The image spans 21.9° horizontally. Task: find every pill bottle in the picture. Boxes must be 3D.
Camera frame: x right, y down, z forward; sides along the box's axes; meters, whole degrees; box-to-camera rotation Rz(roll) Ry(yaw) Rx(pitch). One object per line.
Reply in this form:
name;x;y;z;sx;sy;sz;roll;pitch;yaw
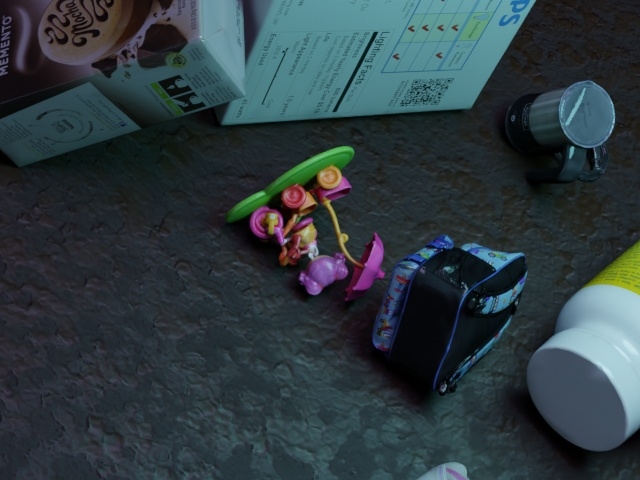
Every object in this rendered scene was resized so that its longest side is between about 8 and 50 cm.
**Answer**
pill bottle;0.399;0.103;1.958;0.334;0.188;0.188;-34;75;-35

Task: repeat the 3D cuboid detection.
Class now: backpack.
backpack;0.159;0.070;1.911;0.117;0.158;0.173;30;36;22

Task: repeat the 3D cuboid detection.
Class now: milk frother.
milk frother;0.335;-0.138;2.127;0.143;0.135;0.129;-10;93;-24

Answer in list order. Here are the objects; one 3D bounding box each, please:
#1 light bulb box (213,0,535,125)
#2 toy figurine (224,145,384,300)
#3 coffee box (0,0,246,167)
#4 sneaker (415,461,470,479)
light bulb box;0.055;-0.337;2.007;0.361;0.358;0.225;-6;59;-25
toy figurine;0.000;0.000;1.931;0.173;0.130;0.159;-27;79;-11
coffee box;-0.242;-0.215;1.858;0.297;0.119;0.168;-16;55;18
sneaker;0.191;0.330;1.777;0.252;0.103;0.111;44;55;9
